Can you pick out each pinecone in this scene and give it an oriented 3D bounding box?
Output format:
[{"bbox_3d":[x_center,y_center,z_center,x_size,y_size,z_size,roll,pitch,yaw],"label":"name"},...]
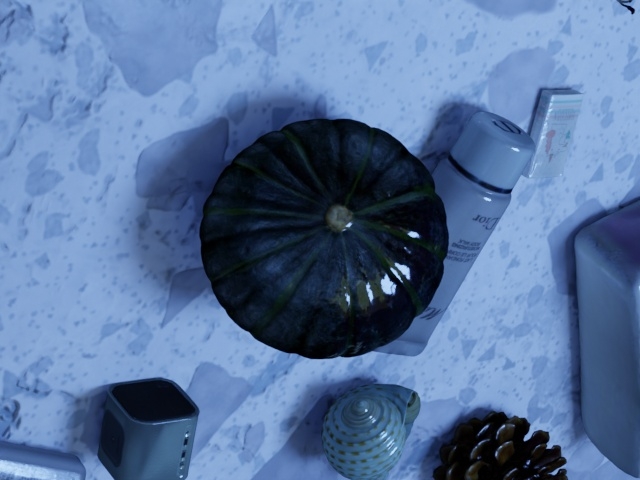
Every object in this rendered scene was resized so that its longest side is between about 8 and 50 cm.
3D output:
[{"bbox_3d":[0.246,0.309,1.773,0.163,0.165,0.163,-18,123,-31],"label":"pinecone"}]

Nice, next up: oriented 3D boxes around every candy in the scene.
[{"bbox_3d":[0.446,0.119,1.823,0.208,0.145,0.358,-28,130,-22],"label":"candy"}]

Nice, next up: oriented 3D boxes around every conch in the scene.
[{"bbox_3d":[0.059,0.221,1.626,0.135,0.102,0.153,-45,168,-20],"label":"conch"}]

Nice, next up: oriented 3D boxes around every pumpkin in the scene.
[{"bbox_3d":[0.000,0.000,1.392,0.250,0.216,0.250,2,84,-25],"label":"pumpkin"}]

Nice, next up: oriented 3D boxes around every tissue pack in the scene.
[{"bbox_3d":[0.271,-0.125,1.626,0.056,0.023,0.108,-4,118,-35],"label":"tissue pack"}]

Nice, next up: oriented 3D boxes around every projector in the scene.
[{"bbox_3d":[-0.180,0.201,1.447,0.083,0.083,0.082,-5,118,-35],"label":"projector"}]

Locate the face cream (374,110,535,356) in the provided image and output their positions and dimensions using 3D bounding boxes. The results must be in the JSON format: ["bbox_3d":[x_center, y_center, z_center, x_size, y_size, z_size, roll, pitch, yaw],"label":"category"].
[{"bbox_3d":[0.133,0.001,1.572,0.143,0.089,0.314,9,121,-39],"label":"face cream"}]

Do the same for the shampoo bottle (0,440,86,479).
[{"bbox_3d":[-0.344,0.236,1.365,0.227,0.056,0.086,19,106,-42],"label":"shampoo bottle"}]

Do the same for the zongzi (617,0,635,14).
[{"bbox_3d":[0.408,-0.349,1.553,0.204,0.094,0.205,2,119,-47],"label":"zongzi"}]
